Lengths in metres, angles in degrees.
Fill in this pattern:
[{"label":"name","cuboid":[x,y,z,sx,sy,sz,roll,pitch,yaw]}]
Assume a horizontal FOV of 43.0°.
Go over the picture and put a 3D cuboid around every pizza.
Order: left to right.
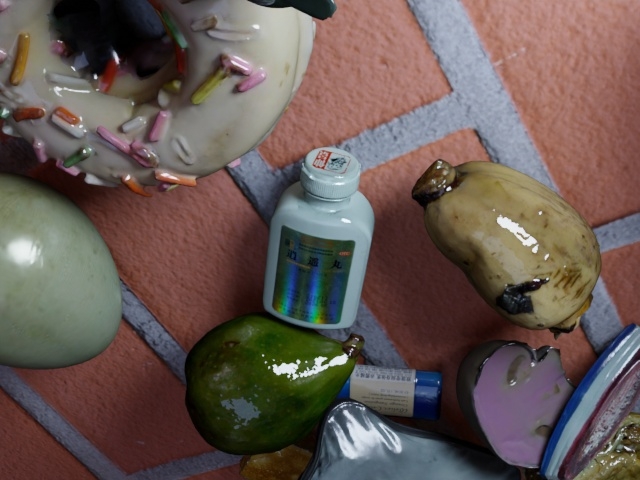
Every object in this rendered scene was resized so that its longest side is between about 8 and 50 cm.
[{"label":"pizza","cuboid":[-0.050,0.325,1.255,0.175,0.046,0.134,-2,128,12]}]

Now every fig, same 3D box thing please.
[{"label":"fig","cuboid":[-0.056,0.180,1.053,0.245,0.195,0.195,-13,124,25]}]

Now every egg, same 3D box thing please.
[{"label":"egg","cuboid":[-0.360,0.047,0.991,0.218,0.218,0.295,-23,131,25]}]

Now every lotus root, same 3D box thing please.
[{"label":"lotus root","cuboid":[0.215,0.007,0.892,0.257,0.154,0.140,38,131,-14]}]

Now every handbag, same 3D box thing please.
[{"label":"handbag","cuboid":[0.115,0.346,1.112,0.332,0.191,0.075,23,172,-14]}]

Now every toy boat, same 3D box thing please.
[{"label":"toy boat","cuboid":[0.352,0.212,1.021,0.080,0.046,0.229,36,89,-20]}]

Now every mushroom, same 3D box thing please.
[{"label":"mushroom","cuboid":[0.246,0.205,1.066,0.188,0.141,0.117,59,158,-21]}]

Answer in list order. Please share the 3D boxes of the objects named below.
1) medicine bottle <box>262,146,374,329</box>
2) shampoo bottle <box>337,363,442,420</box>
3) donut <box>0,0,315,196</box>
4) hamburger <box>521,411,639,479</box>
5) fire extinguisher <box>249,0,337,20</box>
[{"label":"medicine bottle","cuboid":[0.000,0.000,0.971,0.121,0.083,0.229,12,128,4]},{"label":"shampoo bottle","cuboid":[0.078,0.211,1.140,0.183,0.050,0.087,3,131,8]},{"label":"donut","cuboid":[-0.198,-0.211,0.809,0.382,0.142,0.382,6,128,7]},{"label":"hamburger","cuboid":[0.376,0.314,1.133,0.206,0.130,0.183,-30,127,13]},{"label":"fire extinguisher","cuboid":[-0.017,-0.256,0.631,0.114,0.311,0.095,18,130,-4]}]
